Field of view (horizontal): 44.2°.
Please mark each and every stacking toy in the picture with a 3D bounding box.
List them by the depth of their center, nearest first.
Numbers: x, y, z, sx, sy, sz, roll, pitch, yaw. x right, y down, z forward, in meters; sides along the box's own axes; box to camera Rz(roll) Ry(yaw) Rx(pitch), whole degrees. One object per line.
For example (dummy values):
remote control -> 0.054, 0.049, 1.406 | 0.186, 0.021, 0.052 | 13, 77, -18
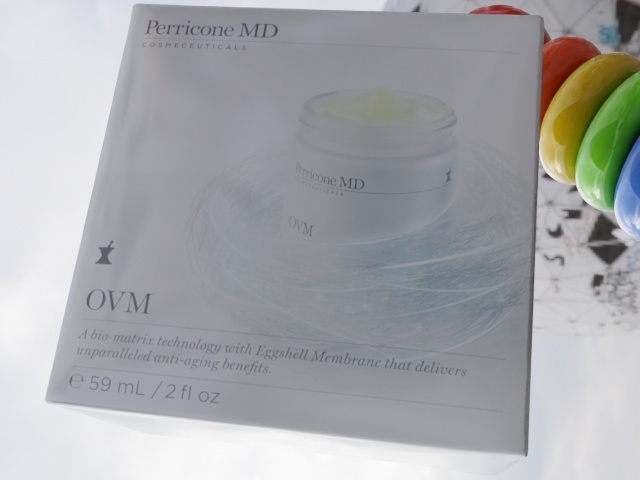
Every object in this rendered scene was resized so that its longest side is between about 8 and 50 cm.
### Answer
stacking toy -> 0.205, -0.071, 0.531 | 0.141, 0.330, 0.141 | -29, -41, -28

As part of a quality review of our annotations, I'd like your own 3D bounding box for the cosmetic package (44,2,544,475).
cosmetic package -> 0.000, 0.000, 0.441 | 0.138, 0.224, 0.224 | 71, -155, -69
